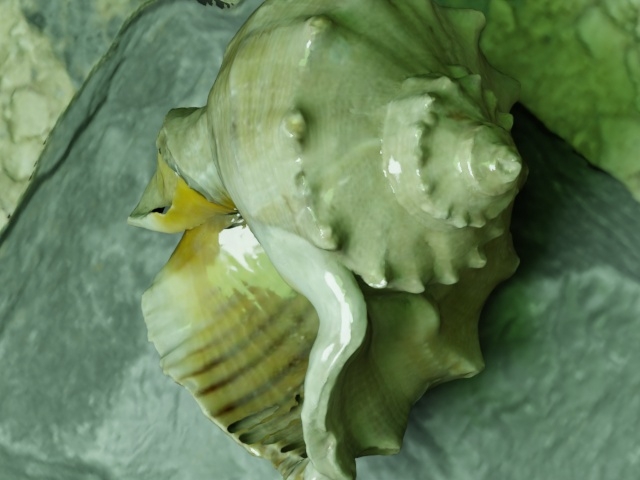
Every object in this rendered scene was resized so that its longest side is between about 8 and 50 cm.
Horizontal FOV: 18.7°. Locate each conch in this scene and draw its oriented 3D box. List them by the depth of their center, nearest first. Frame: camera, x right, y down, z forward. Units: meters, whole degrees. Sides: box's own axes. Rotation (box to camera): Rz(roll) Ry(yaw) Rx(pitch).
[{"bbox_3d":[0.011,0.001,1.018,0.186,0.324,0.263,8,82,-17],"label":"conch"}]
